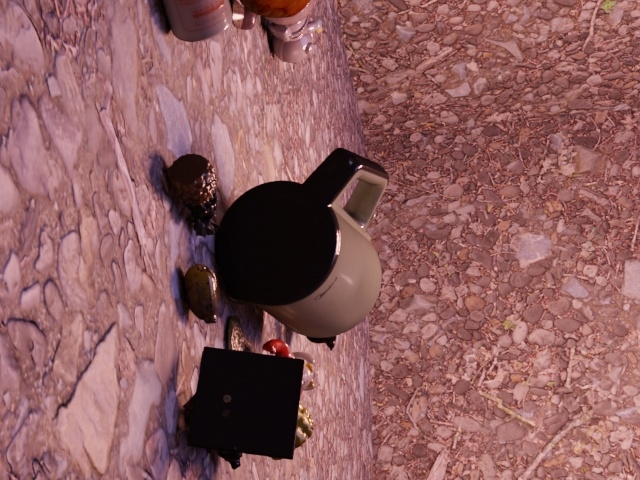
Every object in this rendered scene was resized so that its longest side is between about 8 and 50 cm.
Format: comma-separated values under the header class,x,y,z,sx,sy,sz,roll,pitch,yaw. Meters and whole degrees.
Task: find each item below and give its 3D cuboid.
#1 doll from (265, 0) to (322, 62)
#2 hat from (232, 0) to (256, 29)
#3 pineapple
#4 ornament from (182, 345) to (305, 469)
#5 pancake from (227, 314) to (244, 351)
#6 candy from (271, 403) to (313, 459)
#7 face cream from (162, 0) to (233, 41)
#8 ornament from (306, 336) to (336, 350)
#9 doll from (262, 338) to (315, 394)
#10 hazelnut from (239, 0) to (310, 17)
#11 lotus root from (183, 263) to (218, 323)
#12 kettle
class,x,y,z,sx,sy,sz,roll,pitch,yaw
doll,-0.075,-0.529,2.121,0.287,0.150,0.151,82,7,-62
hat,-0.156,-0.465,1.828,0.087,0.042,0.058,63,23,-66
pineapple,-0.185,-0.064,1.350,0.159,0.074,0.074,81,8,-58
ornament,-0.126,0.276,1.353,0.196,0.166,0.153,107,-8,-57
pancake,-0.149,0.187,1.574,0.108,0.017,0.108,-6,90,-81
candy,-0.106,0.257,1.439,0.199,0.106,0.094,50,37,-13
face cream,-0.205,-0.425,1.310,0.101,0.101,0.252,-86,167,-46
ornament,0.004,0.123,2.078,0.260,0.106,0.251,179,-88,-86
doll,-0.084,0.277,1.685,0.384,0.099,0.188,-14,107,-78
hazelnut,-0.077,-0.536,1.761,0.210,0.210,0.186,-73,162,-67
lotus root,-0.179,0.083,1.341,0.054,0.049,0.099,-96,176,-67
kettle,0.000,0.000,1.674,0.250,0.361,0.376,44,0,18
